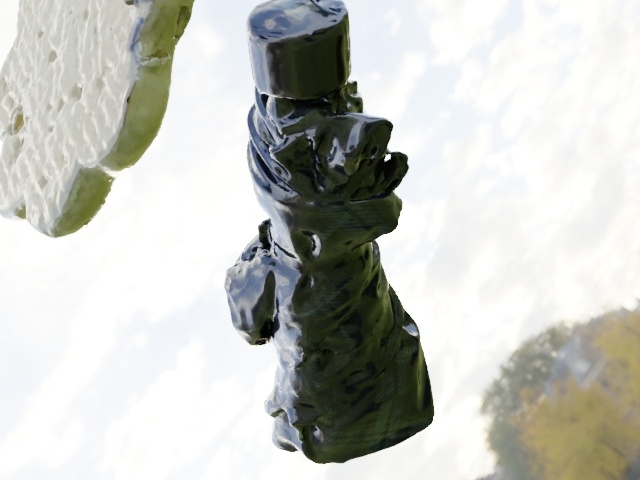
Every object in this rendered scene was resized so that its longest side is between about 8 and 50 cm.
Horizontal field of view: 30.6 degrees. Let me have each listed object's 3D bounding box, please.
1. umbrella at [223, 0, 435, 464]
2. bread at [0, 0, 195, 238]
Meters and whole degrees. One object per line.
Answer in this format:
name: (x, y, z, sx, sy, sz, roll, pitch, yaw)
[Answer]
umbrella: (-0.002, -0.001, 0.474, 0.080, 0.071, 0.224, -16, -46, -9)
bread: (-0.179, -0.148, 0.901, 0.054, 0.316, 0.316, 13, -65, -34)
